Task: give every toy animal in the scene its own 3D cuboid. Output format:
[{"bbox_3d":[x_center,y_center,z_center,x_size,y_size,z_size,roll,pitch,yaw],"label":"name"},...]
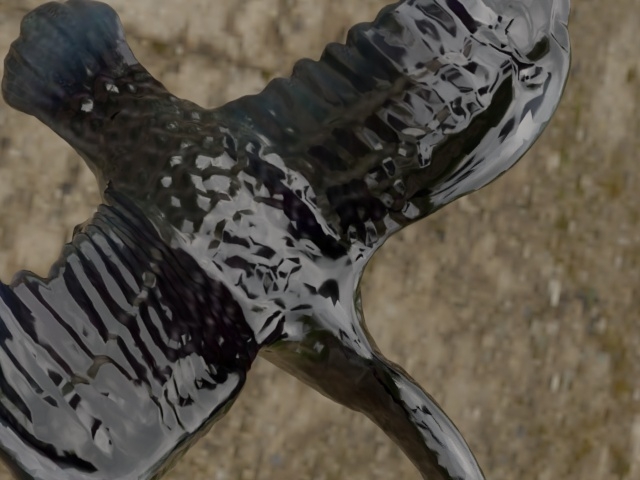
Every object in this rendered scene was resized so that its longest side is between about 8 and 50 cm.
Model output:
[{"bbox_3d":[-0.008,0.002,0.493,0.272,0.160,0.197,-42,125,-27],"label":"toy animal"}]
